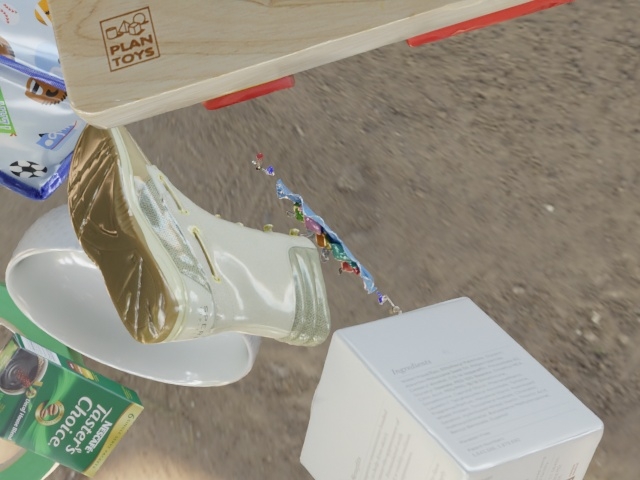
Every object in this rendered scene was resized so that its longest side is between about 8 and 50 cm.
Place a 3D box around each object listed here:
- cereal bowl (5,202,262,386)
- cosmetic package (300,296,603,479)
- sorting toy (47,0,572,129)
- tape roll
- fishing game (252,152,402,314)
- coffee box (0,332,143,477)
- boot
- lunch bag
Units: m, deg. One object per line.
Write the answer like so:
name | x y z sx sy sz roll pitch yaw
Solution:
cereal bowl | -0.222 0.049 1.787 0.339 0.339 0.141 25 62 -10
cosmetic package | 0.103 0.168 1.157 0.151 0.183 0.151 -12 132 -34
sorting toy | -0.005 -0.196 0.641 0.257 0.089 0.255 -16 76 7
tape roll | -0.490 0.211 1.931 0.321 0.077 0.321 0 89 0
fishing game | 0.000 0.000 1.727 0.041 0.189 0.264 -42 92 -3
coffee box | -0.308 0.193 1.615 0.184 0.040 0.113 34 96 -35
boot | -0.092 -0.005 1.060 0.165 0.213 0.077 6 131 -38
lunch bag | -0.440 -0.280 1.653 0.385 0.327 0.239 22 131 -34
